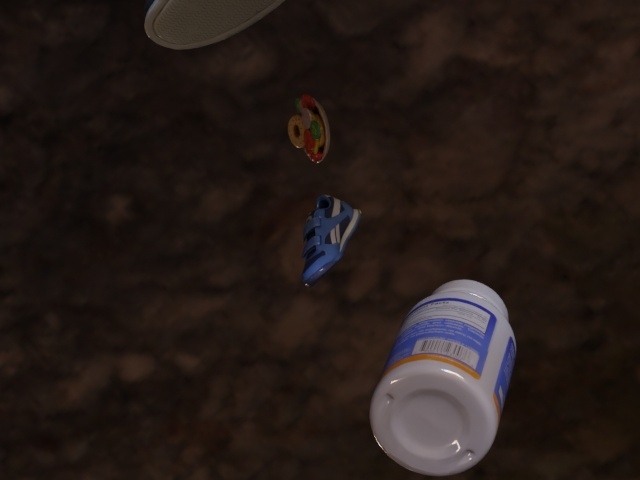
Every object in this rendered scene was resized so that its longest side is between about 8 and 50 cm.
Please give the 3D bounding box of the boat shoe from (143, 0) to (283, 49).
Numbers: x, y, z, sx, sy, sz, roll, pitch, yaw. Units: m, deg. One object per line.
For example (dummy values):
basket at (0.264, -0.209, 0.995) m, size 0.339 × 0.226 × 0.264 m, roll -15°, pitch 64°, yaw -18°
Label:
boat shoe at (-0.045, -0.234, 1.142) m, size 0.233 × 0.079 × 0.084 m, roll -44°, pitch -46°, yaw 20°

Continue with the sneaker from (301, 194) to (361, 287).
sneaker at (0.000, 0.000, 1.885) m, size 0.053 × 0.059 × 0.144 m, roll -41°, pitch 16°, yaw 41°

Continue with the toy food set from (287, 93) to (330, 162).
toy food set at (-0.013, -0.134, 1.844) m, size 0.020 × 0.083 × 0.082 m, roll -11°, pitch -42°, yaw -23°

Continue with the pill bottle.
pill bottle at (0.158, 0.156, 1.892) m, size 0.152 × 0.152 × 0.272 m, roll -47°, pitch 6°, yaw 27°
